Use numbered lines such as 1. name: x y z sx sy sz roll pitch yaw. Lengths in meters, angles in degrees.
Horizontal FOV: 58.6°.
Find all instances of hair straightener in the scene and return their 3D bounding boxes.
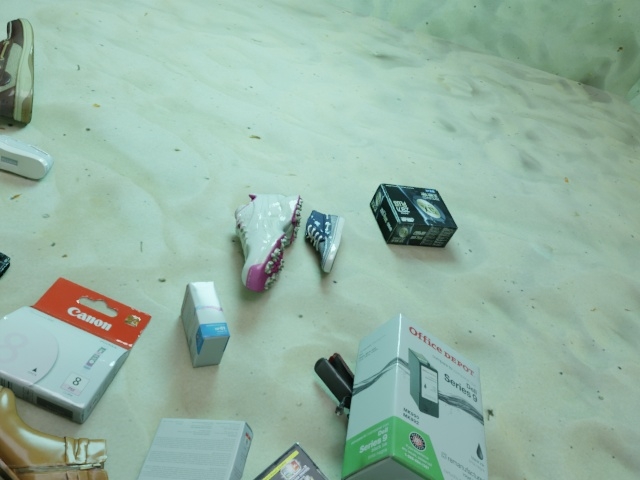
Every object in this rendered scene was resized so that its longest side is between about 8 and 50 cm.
1. hair straightener: 0.055 0.305 1.003 0.089 0.047 0.230 -3 52 -48

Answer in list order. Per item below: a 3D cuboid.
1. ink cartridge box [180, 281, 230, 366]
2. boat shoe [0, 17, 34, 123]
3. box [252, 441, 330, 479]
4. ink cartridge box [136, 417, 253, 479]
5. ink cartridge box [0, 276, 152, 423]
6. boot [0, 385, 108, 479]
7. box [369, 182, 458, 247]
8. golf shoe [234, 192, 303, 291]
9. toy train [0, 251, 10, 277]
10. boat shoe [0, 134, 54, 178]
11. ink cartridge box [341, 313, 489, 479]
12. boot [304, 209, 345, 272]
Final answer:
1. ink cartridge box: -0.205 0.145 1.005 0.052 0.089 0.123 -2 48 -29
2. boat shoe: -0.726 -0.403 1.307 0.123 0.123 0.342 1 52 -28
3. box: -0.063 0.440 0.751 0.270 0.060 0.216 -32 65 -33
4. ink cartridge box: -0.185 0.340 0.798 0.145 0.045 0.179 -4 46 18
5. ink cartridge box: -0.407 0.155 0.922 0.189 0.066 0.232 24 44 -2
6. boot: -0.375 0.287 0.786 0.152 0.073 0.197 -3 60 -28
7. box: 0.237 -0.064 1.465 0.180 0.078 0.147 4 45 -23
8. golf shoe: -0.131 -0.005 1.205 0.140 0.115 0.306 15 34 4
9. toy train: -0.563 0.079 0.945 0.036 0.027 0.158 28 38 -14
10. boat shoe: -0.639 -0.185 1.161 0.184 0.066 0.063 16 27 -8
11. ink cartridge box: 0.164 0.299 0.962 0.211 0.121 0.289 35 36 -17
12. boot: 0.000 0.000 1.294 0.086 0.069 0.190 16 33 0
